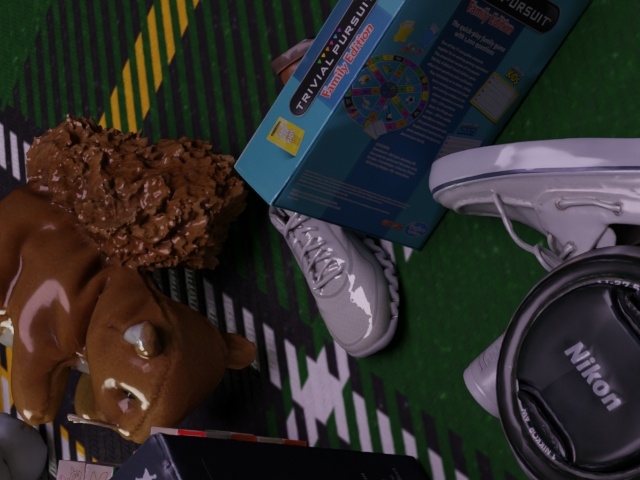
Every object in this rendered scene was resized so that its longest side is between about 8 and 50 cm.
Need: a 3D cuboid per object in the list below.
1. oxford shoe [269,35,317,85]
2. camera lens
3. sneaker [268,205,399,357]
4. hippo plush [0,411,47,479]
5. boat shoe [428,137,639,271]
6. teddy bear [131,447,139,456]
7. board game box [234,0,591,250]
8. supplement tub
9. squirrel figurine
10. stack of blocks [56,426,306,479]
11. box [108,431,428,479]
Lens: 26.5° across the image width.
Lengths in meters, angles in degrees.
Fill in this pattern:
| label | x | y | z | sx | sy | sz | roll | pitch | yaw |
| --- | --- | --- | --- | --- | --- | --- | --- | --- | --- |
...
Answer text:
| label | x | y | z | sx | sy | sz | roll | pitch | yaw |
| --- | --- | --- | --- | --- | --- | --- | --- | --- | --- |
| oxford shoe | 0.043 | -0.234 | 1.610 | 0.212 | 0.076 | 0.076 | -31 | 91 | 28 |
| camera lens | 0.299 | 0.129 | 1.159 | 0.219 | 0.274 | 0.219 | -11 | 73 | 38 |
| sneaker | 0.000 | 0.000 | 1.547 | 0.110 | 0.118 | 0.292 | -34 | 61 | 27 |
| hippo plush | -0.508 | 0.275 | 1.819 | 0.236 | 0.294 | 0.234 | -5 | 98 | 31 |
| boat shoe | 0.270 | -0.013 | 1.325 | 0.367 | 0.136 | 0.156 | 0 | 83 | 30 |
| teddy bear | -0.241 | 0.410 | 1.657 | 0.338 | 0.113 | 0.245 | -53 | 50 | 17 |
| board game box | 0.099 | -0.166 | 1.411 | 0.079 | 0.254 | 0.336 | 45 | 108 | 38 |
| supplement tub | 0.205 | 0.123 | 1.375 | 0.107 | 0.071 | 0.071 | -47 | 54 | 23 |
| squirrel figurine | -0.245 | 0.046 | 1.629 | 0.370 | 0.281 | 0.397 | 23 | 90 | 45 |
| stack of blocks | -0.149 | 0.292 | 1.482 | 0.087 | 0.297 | 0.171 | -2 | 80 | 40 |
| box | -0.023 | 0.370 | 1.293 | 0.212 | 0.395 | 0.293 | -46 | 54 | 22 |
